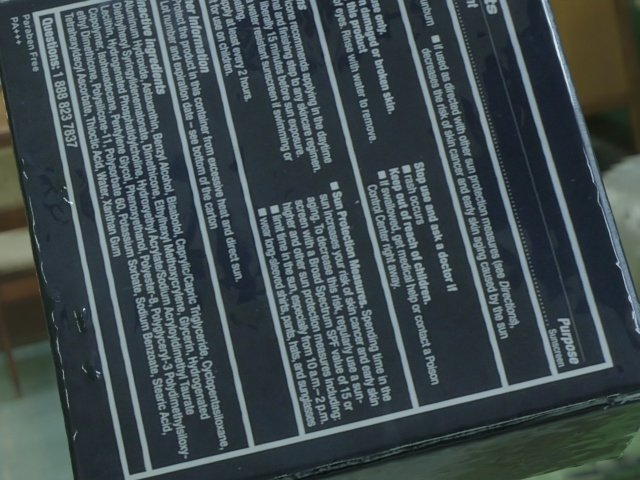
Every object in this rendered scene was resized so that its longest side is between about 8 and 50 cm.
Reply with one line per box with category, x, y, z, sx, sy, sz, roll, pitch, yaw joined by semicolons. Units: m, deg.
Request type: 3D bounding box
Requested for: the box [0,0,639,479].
box;0.000;0.000;0.972;0.294;0.296;0.183;-13;-18;0
